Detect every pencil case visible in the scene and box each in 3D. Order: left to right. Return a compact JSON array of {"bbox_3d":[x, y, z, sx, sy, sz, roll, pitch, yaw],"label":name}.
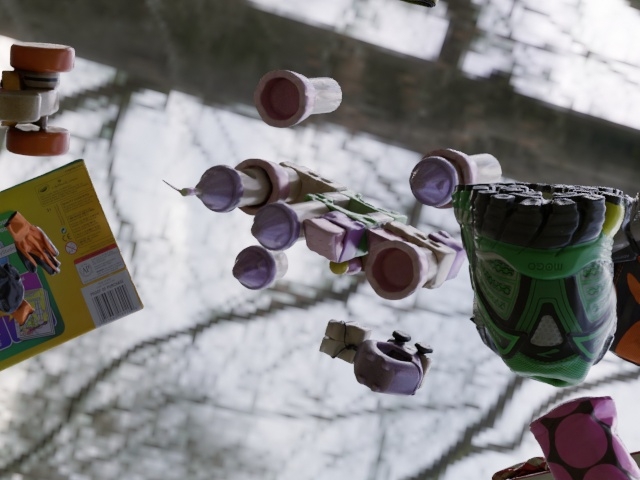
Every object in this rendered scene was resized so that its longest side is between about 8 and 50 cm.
[{"bbox_3d":[0.284,0.242,1.858,0.209,0.098,0.095,62,-35,11],"label":"pencil case"}]

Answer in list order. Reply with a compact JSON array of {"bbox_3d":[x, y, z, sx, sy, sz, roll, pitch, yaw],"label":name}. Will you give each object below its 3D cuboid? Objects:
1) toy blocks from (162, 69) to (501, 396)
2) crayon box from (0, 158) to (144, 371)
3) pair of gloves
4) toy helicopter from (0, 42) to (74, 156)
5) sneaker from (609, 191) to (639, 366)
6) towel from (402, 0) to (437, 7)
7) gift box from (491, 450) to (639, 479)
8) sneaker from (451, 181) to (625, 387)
[{"bbox_3d":[0.000,0.000,2.183,0.260,0.289,0.309,-13,127,-62],"label":"toy blocks"},{"bbox_3d":[-0.332,0.046,1.937,0.081,0.278,0.165,-14,-81,61],"label":"crayon box"},{"bbox_3d":[-0.265,0.024,1.736,0.010,0.074,0.083,0,-130,44],"label":"pair of gloves"},{"bbox_3d":[-0.466,-0.173,2.450,0.355,0.235,0.140,-30,126,-71],"label":"toy helicopter"},{"bbox_3d":[0.401,0.027,1.945,0.321,0.180,0.124,-14,-159,26],"label":"sneaker"},{"bbox_3d":[0.088,-0.246,1.851,0.083,0.060,0.009,-66,165,-49],"label":"towel"},{"bbox_3d":[0.326,0.379,2.415,0.255,0.276,0.258,-39,-117,62],"label":"gift box"},{"bbox_3d":[0.156,0.030,1.471,0.343,0.134,0.146,-23,116,-81],"label":"sneaker"}]
